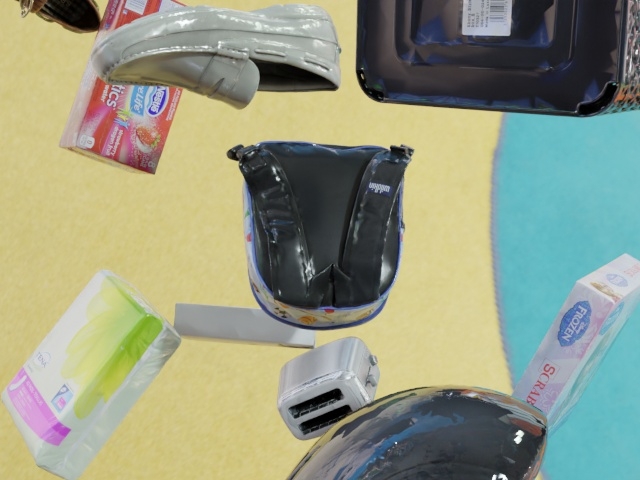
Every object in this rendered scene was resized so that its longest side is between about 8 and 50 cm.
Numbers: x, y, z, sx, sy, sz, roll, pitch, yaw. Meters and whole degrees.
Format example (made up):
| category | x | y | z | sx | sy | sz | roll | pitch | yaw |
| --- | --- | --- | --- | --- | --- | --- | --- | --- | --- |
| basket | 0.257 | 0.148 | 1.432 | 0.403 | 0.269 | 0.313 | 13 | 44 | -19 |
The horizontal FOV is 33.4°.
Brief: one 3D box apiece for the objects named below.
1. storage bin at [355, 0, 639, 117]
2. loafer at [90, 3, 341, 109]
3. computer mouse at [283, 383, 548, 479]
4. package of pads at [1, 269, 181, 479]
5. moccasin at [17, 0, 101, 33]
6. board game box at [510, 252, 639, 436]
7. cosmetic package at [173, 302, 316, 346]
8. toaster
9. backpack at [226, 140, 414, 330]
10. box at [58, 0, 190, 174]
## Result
| category | x | y | z | sx | sy | sz | roll | pitch | yaw |
| --- | --- | --- | --- | --- | --- | --- | --- | --- | --- |
| storage bin | 0.117 | -0.142 | 0.650 | 0.084 | 0.180 | 0.122 | -13 | 108 | -50 |
| loafer | -0.110 | -0.210 | 1.253 | 0.320 | 0.112 | 0.111 | -12 | 79 | -30 |
| computer mouse | -0.008 | 0.156 | 0.523 | 0.272 | 0.188 | 0.072 | -41 | 93 | -4 |
| package of pads | -0.380 | 0.211 | 1.748 | 0.101 | 0.229 | 0.296 | 40 | 87 | -36 |
| moccasin | -0.585 | -0.527 | 2.182 | 0.139 | 0.380 | 0.147 | -48 | 62 | 0 |
| board game box | 0.396 | 0.187 | 1.685 | 0.066 | 0.318 | 0.319 | 33 | 21 | 20 |
| cosmetic package | -0.127 | 0.149 | 1.835 | 0.239 | 0.099 | 0.060 | 4 | 79 | 3 |
| toaster | 0.004 | 0.288 | 2.039 | 0.129 | 0.227 | 0.146 | 62 | 15 | -19 |
| backpack | 0.000 | 0.000 | 1.570 | 0.277 | 0.213 | 0.263 | 0 | 62 | 0 |
| box | -0.279 | -0.236 | 1.580 | 0.128 | 0.123 | 0.256 | 19 | 86 | -25 |
